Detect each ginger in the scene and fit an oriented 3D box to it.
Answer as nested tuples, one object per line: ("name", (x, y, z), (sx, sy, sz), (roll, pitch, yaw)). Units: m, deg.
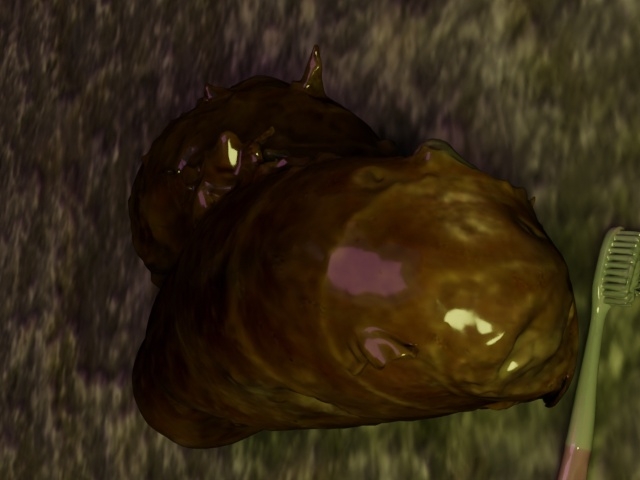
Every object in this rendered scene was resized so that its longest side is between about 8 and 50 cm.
("ginger", (0.000, 0.000, 1.106), (0.418, 0.176, 0.254), (-9, 75, 63))

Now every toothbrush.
("toothbrush", (0.132, 0.131, 0.986), (0.025, 0.020, 0.286), (5, 78, 51))
